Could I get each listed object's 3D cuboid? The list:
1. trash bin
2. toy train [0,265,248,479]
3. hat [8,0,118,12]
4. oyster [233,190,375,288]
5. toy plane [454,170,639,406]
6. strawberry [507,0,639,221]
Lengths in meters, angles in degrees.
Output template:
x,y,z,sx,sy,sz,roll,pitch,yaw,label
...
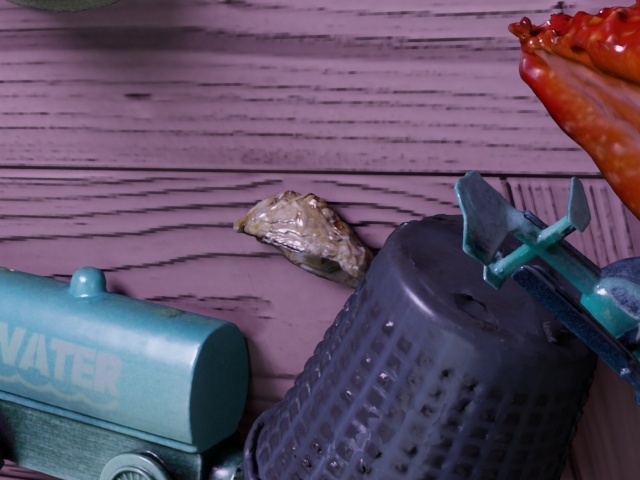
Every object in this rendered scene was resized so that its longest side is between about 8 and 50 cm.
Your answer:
x,y,z,sx,sy,sz,roll,pitch,yaw,label
0.067,0.079,1.015,0.175,0.175,0.161,31,121,13,trash bin
-0.146,0.092,1.218,0.248,0.101,0.159,13,111,27,toy train
-0.202,-0.211,1.005,0.257,0.130,0.257,19,129,24,hat
0.000,0.000,1.096,0.083,0.038,0.080,28,167,-22,oyster
0.149,0.036,0.936,0.235,0.096,0.060,38,134,-21,toy plane
0.200,-0.043,0.876,0.228,0.098,0.174,27,153,46,strawberry
